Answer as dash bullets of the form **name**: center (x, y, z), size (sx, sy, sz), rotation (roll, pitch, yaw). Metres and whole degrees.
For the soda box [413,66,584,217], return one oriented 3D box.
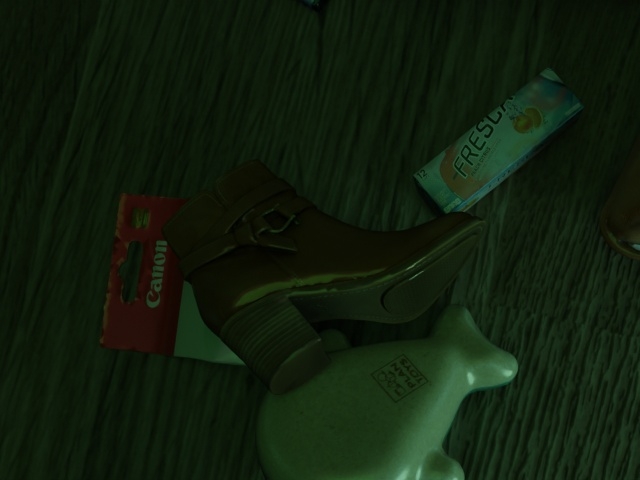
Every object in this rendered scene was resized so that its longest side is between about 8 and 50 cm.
- **soda box**: center (0.184, -0.097, 1.054), size (0.183, 0.063, 0.058), rotation (-39, 79, 1)

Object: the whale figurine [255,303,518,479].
- **whale figurine**: center (0.066, 0.178, 1.010), size (0.272, 0.141, 0.216), rotation (-32, 58, -21)

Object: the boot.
- **boot**: center (0.000, 0.000, 1.008), size (0.283, 0.109, 0.220), rotation (-34, 60, -10)

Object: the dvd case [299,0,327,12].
- **dvd case**: center (-0.057, -0.397, 1.156), size (0.253, 0.022, 0.180), rotation (33, 86, 12)

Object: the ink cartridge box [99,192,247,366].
- **ink cartridge box**: center (-0.127, 0.038, 1.085), size (0.224, 0.056, 0.181), rotation (6, 82, 7)

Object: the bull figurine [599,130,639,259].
- **bull figurine**: center (0.396, -0.107, 1.007), size (0.188, 0.101, 0.310), rotation (25, 85, 9)
